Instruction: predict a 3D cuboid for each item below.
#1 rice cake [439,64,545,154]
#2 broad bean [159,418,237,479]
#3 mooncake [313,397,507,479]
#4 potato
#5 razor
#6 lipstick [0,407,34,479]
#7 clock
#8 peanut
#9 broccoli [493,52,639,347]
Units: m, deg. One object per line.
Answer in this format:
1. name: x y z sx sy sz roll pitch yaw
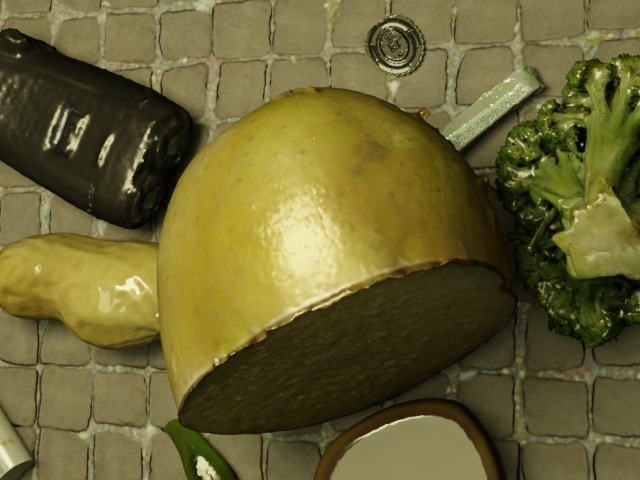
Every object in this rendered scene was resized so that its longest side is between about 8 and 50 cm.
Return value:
1. rice cake: 0.187 -0.142 1.565 0.211 0.034 0.043 -40 77 10
2. broad bean: -0.107 0.341 1.603 0.297 0.043 0.060 43 87 16
3. mooncake: 0.117 0.296 1.496 0.234 0.117 0.235 -2 82 16
4. potato: 0.000 0.000 1.423 0.442 0.385 0.320 -40 61 45
5. razor: -0.336 -0.155 1.696 0.326 0.107 0.189 28 93 20
6. lipstick: -0.487 0.215 1.730 0.059 0.059 0.264 -40 74 10
7. clock: 0.097 -0.251 1.618 0.074 0.010 0.083 -40 74 10
8. peanut: -0.298 0.066 1.644 0.318 0.147 0.148 7 86 16
9. broccoli: 0.326 -0.031 1.384 0.303 0.283 0.321 -36 88 26
